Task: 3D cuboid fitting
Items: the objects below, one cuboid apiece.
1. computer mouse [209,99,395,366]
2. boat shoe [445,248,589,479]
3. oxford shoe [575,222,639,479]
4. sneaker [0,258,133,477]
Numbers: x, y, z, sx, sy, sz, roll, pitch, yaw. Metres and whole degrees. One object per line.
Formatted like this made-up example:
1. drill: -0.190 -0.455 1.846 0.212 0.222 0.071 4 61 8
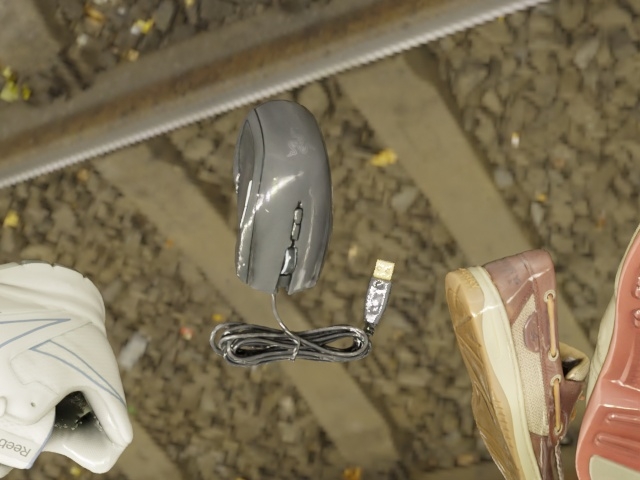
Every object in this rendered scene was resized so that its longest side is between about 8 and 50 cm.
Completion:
1. computer mouse: 0.000 0.000 1.333 0.184 0.261 0.060 7 180 -25
2. boat shoe: 0.224 0.151 1.413 0.123 0.123 0.342 -23 122 -7
3. oxford shoe: 0.235 0.016 0.853 0.123 0.130 0.348 16 131 -1
4. sneaker: -0.214 0.067 0.777 0.297 0.129 0.111 12 126 -50
